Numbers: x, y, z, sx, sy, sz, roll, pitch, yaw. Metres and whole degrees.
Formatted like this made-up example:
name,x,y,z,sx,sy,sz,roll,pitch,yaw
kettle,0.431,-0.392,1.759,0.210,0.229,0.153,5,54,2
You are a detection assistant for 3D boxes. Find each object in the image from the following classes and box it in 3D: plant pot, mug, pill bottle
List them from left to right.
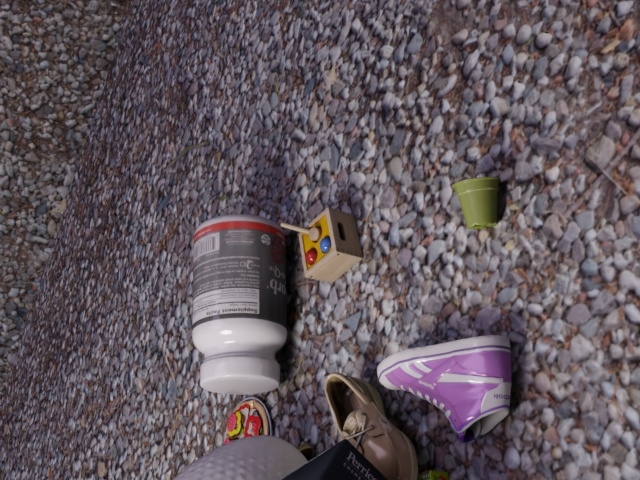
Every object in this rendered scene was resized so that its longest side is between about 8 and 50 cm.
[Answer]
name,x,y,z,sx,sy,sz,roll,pitch,yaw
pill bottle,-0.177,0.143,1.993,0.210,0.210,0.363,-29,56,47
mug,-0.123,0.551,1.683,0.374,0.328,0.276,29,130,22
plant pot,0.272,-0.061,1.549,0.083,0.083,0.079,-18,76,51

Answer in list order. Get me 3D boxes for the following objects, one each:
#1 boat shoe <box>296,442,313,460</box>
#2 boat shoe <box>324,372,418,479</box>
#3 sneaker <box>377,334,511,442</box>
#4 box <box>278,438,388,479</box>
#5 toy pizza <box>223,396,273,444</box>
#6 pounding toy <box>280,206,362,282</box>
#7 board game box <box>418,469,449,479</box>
name,x,y,z,sx,sy,sz,roll,pitch,yaw
boat shoe,-0.064,0.452,1.856,0.135,0.050,0.045,-52,46,30
boat shoe,0.080,0.344,1.606,0.109,0.098,0.302,-49,31,14
sneaker,0.198,0.259,1.510,0.282,0.102,0.161,-22,63,50
box,0.005,0.556,1.347,0.212,0.293,0.395,-42,6,38
toy pizza,-0.172,0.451,2.027,0.201,0.032,0.201,-25,58,49
pounding toy,0.000,0.000,1.886,0.130,0.100,0.141,-41,47,40
board game box,0.148,0.460,1.556,0.181,0.043,0.092,-32,53,45
